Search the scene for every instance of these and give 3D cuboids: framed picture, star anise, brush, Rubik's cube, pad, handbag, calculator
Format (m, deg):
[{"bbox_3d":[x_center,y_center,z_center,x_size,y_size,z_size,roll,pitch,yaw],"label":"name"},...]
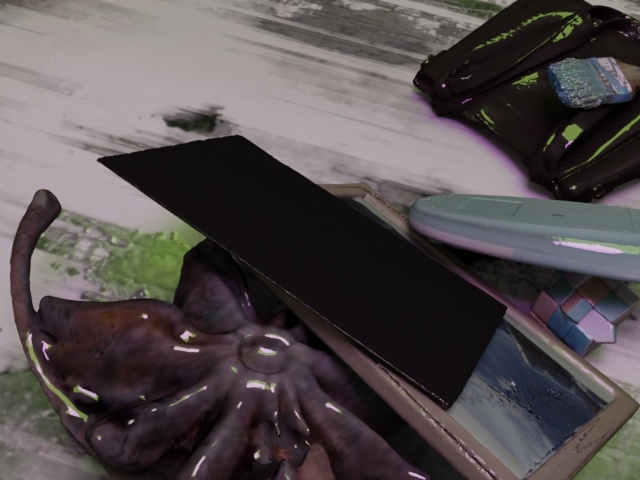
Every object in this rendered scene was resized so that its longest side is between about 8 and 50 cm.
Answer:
[{"bbox_3d":[0.078,0.052,0.550,0.335,0.022,0.247,42,27,29],"label":"framed picture"},{"bbox_3d":[-0.061,0.106,0.499,0.315,0.139,0.360,9,39,-27],"label":"star anise"},{"bbox_3d":[0.342,-0.174,0.731,0.196,0.021,0.070,-5,54,-6],"label":"brush"},{"bbox_3d":[0.238,0.057,0.616,0.075,0.073,0.084,32,54,20],"label":"Rubik's cube"},{"bbox_3d":[0.000,0.001,0.539,0.299,0.005,0.202,33,24,14],"label":"pad"},{"bbox_3d":[0.284,-0.178,0.815,0.257,0.114,0.285,-30,60,-20],"label":"handbag"},{"bbox_3d":[0.226,-0.007,0.626,0.295,0.042,0.184,10,15,20],"label":"calculator"}]
